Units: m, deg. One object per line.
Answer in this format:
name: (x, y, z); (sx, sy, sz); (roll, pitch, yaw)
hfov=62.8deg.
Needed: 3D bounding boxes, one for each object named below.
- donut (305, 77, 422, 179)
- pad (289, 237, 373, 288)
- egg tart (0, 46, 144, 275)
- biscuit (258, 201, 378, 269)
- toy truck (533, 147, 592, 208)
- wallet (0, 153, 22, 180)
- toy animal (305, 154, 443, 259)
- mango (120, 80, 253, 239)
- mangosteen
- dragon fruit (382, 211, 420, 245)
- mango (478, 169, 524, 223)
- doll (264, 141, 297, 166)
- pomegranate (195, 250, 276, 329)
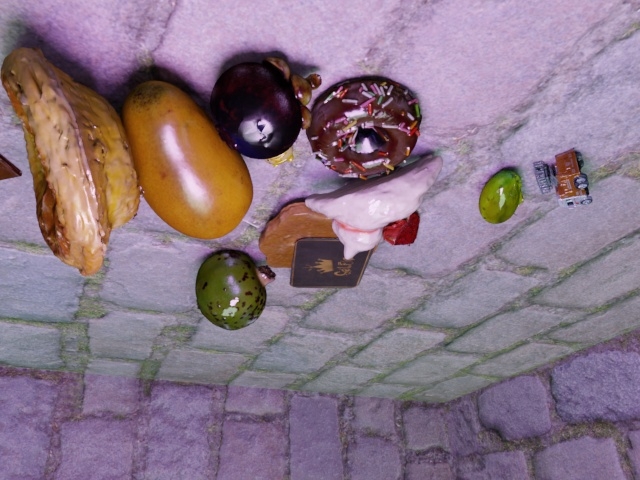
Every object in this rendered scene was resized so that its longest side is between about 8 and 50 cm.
donut: (0.098, -0.239, 1.170); (0.270, 0.103, 0.269); (-1, 148, 0)
pad: (0.063, 0.106, 1.678); (0.315, 0.063, 0.375); (-1, 153, -6)
egg tart: (-0.465, -0.151, 1.009); (0.178, 0.443, 0.443); (-18, 159, -32)
biscuit: (0.000, -0.002, 1.597); (0.365, 0.062, 0.385); (6, 151, -19)
toy truck: (0.644, -0.151, 1.386); (0.115, 0.080, 0.178); (-15, 147, 29)
wallet: (-0.840, -0.169, 1.286); (0.176, 0.026, 0.095); (-9, 147, 10)
toy animal: (0.164, -0.084, 1.304); (0.308, 0.188, 0.266); (-24, -173, -23)
mango: (-0.291, -0.167, 1.123); (0.264, 0.221, 0.378); (27, 151, 38)
mangosteen: (-0.104, -0.272, 1.045); (0.230, 0.194, 0.194); (-39, 149, -10)
dragon fruit: (0.233, -0.045, 1.541); (0.162, 0.083, 0.106); (0, 115, -54)
mango: (0.485, -0.120, 1.412); (0.119, 0.100, 0.178); (-37, 147, -20)
doll: (-0.121, -0.231, 1.204); (0.106, 0.062, 0.162); (-18, 145, 16)
pomegranate: (-0.274, 0.152, 1.683); (0.271, 0.254, 0.254); (-29, 147, -1)
